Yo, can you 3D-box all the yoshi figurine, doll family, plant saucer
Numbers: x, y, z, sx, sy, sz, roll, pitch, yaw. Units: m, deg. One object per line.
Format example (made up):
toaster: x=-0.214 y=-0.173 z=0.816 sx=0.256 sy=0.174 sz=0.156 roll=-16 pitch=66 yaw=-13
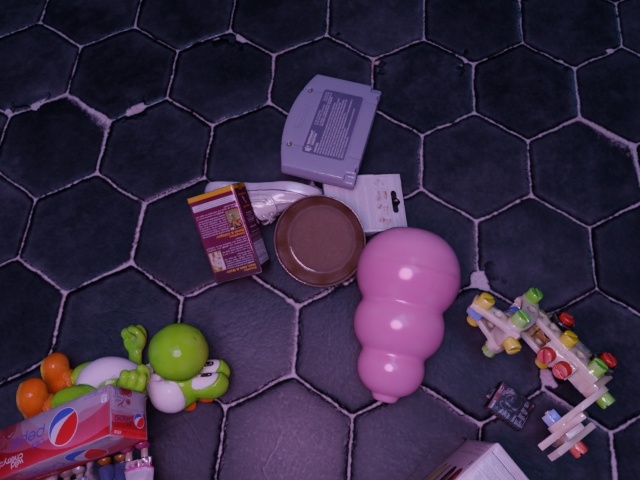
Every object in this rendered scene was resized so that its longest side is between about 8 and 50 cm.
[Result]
yoshi figurine: x=-0.359 y=0.240 z=0.962 sx=0.362 sy=0.203 sz=0.203 roll=-5 pitch=64 yaw=-4
doll family: x=-0.403 y=0.486 z=0.922 sx=0.263 sy=0.118 sz=0.163 roll=-12 pitch=53 yaw=-8
plant saucer: x=0.000 y=0.000 z=1.087 sx=0.199 sy=0.036 sz=0.198 roll=2 pitch=98 yaw=11

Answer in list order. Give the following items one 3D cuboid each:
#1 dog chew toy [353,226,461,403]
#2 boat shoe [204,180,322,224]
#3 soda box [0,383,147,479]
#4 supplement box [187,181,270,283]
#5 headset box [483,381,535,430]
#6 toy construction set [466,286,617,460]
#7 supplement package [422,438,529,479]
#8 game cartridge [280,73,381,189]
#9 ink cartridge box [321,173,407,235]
dog chew toy: x=0.156 y=0.146 z=0.991 sx=0.207 sy=0.206 sz=0.331 roll=12 pitch=79 yaw=5
boat shoe: x=-0.130 y=-0.078 z=1.121 sx=0.268 sy=0.096 sz=0.088 roll=3 pitch=75 yaw=3
soda box: x=-0.425 y=0.330 z=0.847 sx=0.263 sy=0.092 sz=0.083 roll=-25 pitch=57 yaw=13
supplement box: x=-0.187 y=-0.016 z=1.056 sx=0.104 sy=0.081 sz=0.188 roll=-16 pitch=97 yaw=12
headset box: x=0.371 y=0.326 z=1.004 sx=0.083 sy=0.032 sz=0.062 roll=34 pitch=74 yaw=13
toy construction set: x=0.426 y=0.229 z=0.957 sx=0.215 sy=0.151 sz=0.327 roll=-9 pitch=65 yaw=-40
supplement package: x=0.253 y=0.469 z=0.869 sx=0.203 sy=0.194 sz=0.149 roll=-36 pitch=73 yaw=-12
game cartridge: x=0.018 y=-0.260 z=1.184 sx=0.196 sy=0.060 sz=0.294 roll=17 pitch=61 yaw=3
ink cartridge box: x=0.097 y=-0.078 z=1.150 sx=0.179 sy=0.045 sz=0.145 roll=-2 pitch=70 yaw=-7
